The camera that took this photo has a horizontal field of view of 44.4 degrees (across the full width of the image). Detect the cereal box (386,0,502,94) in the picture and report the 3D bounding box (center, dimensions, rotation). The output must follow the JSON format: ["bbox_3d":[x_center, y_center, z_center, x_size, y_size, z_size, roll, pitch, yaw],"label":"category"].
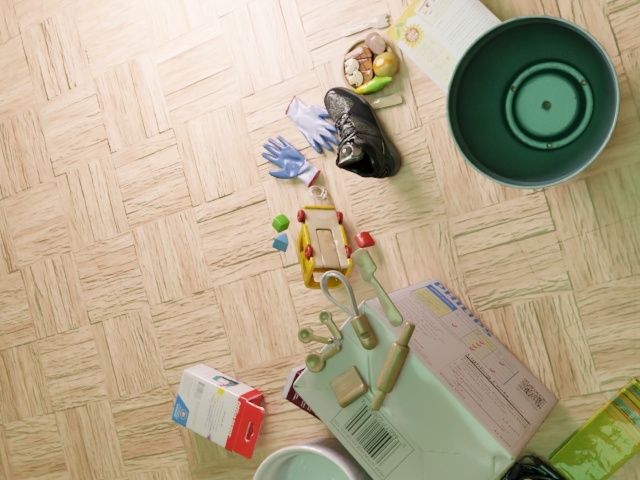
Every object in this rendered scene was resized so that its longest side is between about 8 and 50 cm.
[{"bbox_3d":[0.270,-0.394,1.553,0.173,0.047,0.240,-46,78,19],"label":"cereal box"}]

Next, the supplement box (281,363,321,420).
[{"bbox_3d":[0.053,0.347,1.661,0.239,0.130,0.073,27,104,23],"label":"supplement box"}]

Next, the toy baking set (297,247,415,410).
[{"bbox_3d":[0.059,0.154,1.300,0.196,0.030,0.256,32,107,22],"label":"toy baking set"}]

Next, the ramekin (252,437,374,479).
[{"bbox_3d":[-0.001,0.564,1.697,0.277,0.135,0.277,2,94,27],"label":"ramekin"}]

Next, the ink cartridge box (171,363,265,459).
[{"bbox_3d":[-0.223,0.396,1.827,0.231,0.078,0.134,21,102,24],"label":"ink cartridge box"}]

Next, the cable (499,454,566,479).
[{"bbox_3d":[0.433,0.521,1.531,0.184,0.047,0.151,37,108,19],"label":"cable"}]

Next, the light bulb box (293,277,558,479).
[{"bbox_3d":[0.206,0.283,1.454,0.358,0.361,0.225,47,112,17],"label":"light bulb box"}]

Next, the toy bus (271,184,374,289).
[{"bbox_3d":[-0.003,0.009,1.680,0.191,0.202,0.104,36,138,13],"label":"toy bus"}]

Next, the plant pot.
[{"bbox_3d":[0.397,-0.245,1.420,0.292,0.196,0.293,4,99,26],"label":"plant pot"}]

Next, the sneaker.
[{"bbox_3d":[0.064,-0.222,1.615,0.087,0.130,0.228,-38,78,36],"label":"sneaker"}]

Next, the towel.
[{"bbox_3d":[0.547,0.375,1.482,0.102,0.021,0.237,46,111,18],"label":"towel"}]

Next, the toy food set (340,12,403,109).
[{"bbox_3d":[0.099,-0.370,1.648,0.132,0.038,0.192,-11,88,26],"label":"toy food set"}]

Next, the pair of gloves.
[{"bbox_3d":[-0.043,-0.214,1.737,0.159,0.023,0.198,38,107,21],"label":"pair of gloves"}]
